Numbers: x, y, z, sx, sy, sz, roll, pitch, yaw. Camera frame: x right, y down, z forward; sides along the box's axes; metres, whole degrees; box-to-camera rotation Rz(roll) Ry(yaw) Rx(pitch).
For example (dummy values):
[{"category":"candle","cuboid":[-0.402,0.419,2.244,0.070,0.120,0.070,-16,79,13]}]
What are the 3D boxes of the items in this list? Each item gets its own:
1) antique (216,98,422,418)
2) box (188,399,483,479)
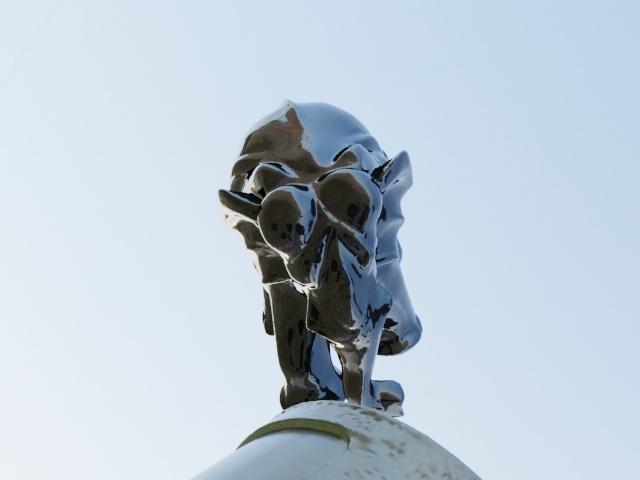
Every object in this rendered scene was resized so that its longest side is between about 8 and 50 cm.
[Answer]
[{"category":"antique","cuboid":[0.000,0.000,1.267,0.322,0.185,0.255,-108,-172,-53]},{"category":"box","cuboid":[-0.010,0.202,0.561,0.226,0.149,0.226,26,-51,37]}]
